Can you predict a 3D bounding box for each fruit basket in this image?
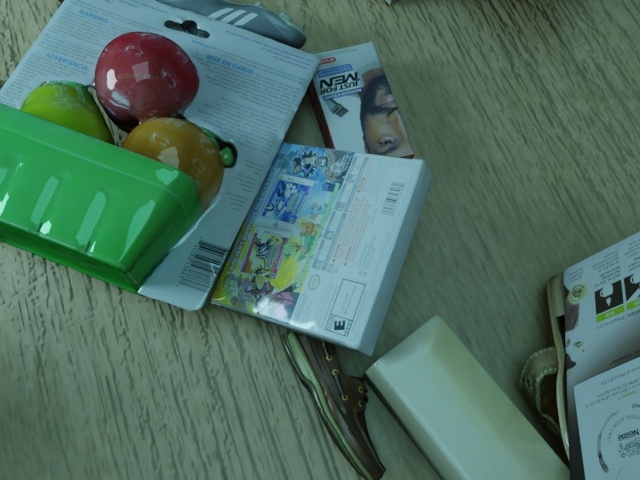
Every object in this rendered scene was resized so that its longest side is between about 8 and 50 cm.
[{"bbox_3d":[-0.211,-0.125,0.677,0.327,0.165,0.353,20,62,4],"label":"fruit basket"}]

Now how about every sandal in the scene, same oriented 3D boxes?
[{"bbox_3d":[0.253,0.147,0.635,0.088,0.079,0.240,32,49,-22],"label":"sandal"}]

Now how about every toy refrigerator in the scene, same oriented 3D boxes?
[{"bbox_3d":[0.166,0.210,0.587,0.094,0.102,0.269,-35,75,-14],"label":"toy refrigerator"}]

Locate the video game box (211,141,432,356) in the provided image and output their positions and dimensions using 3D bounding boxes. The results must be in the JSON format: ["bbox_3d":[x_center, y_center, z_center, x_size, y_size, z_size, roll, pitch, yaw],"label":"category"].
[{"bbox_3d":[0.000,0.000,0.633,0.187,0.048,0.205,14,74,28],"label":"video game box"}]

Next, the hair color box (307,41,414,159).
[{"bbox_3d":[0.045,-0.159,0.738,0.093,0.053,0.167,-15,73,-8],"label":"hair color box"}]

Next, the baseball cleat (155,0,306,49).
[{"bbox_3d":[-0.125,-0.267,0.771,0.206,0.072,0.109,23,85,10],"label":"baseball cleat"}]

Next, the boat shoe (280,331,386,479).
[{"bbox_3d":[0.023,0.164,0.617,0.060,0.064,0.178,-28,71,-9],"label":"boat shoe"}]

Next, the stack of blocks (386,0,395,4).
[{"bbox_3d":[0.034,-0.487,0.792,0.087,0.171,0.297,-40,76,-15],"label":"stack of blocks"}]

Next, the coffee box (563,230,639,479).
[{"bbox_3d":[0.326,0.159,0.536,0.168,0.119,0.297,28,51,-16],"label":"coffee box"}]
